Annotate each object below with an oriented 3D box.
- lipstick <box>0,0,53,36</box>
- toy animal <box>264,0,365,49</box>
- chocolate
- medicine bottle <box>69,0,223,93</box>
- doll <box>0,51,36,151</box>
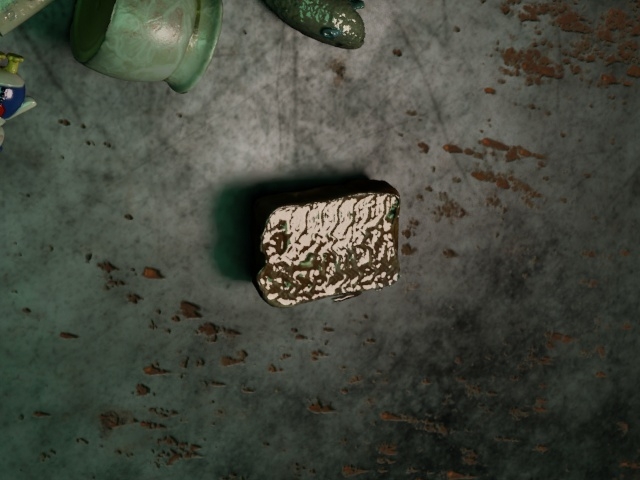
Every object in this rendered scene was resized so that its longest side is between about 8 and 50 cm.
[{"bbox_3d":[-0.383,-0.267,1.643,0.253,0.077,0.079,-38,118,-9],"label":"lipstick"},{"bbox_3d":[-0.045,-0.305,1.783,0.253,0.079,0.070,24,75,-30],"label":"toy animal"},{"bbox_3d":[0.000,0.000,1.900,0.214,0.093,0.148,-8,109,-23],"label":"chocolate"},{"bbox_3d":[-0.202,-0.256,1.689,0.143,0.147,0.147,12,102,-31],"label":"medicine bottle"},{"bbox_3d":[-0.386,-0.154,1.696,0.098,0.057,0.143,11,108,-28],"label":"doll"}]
